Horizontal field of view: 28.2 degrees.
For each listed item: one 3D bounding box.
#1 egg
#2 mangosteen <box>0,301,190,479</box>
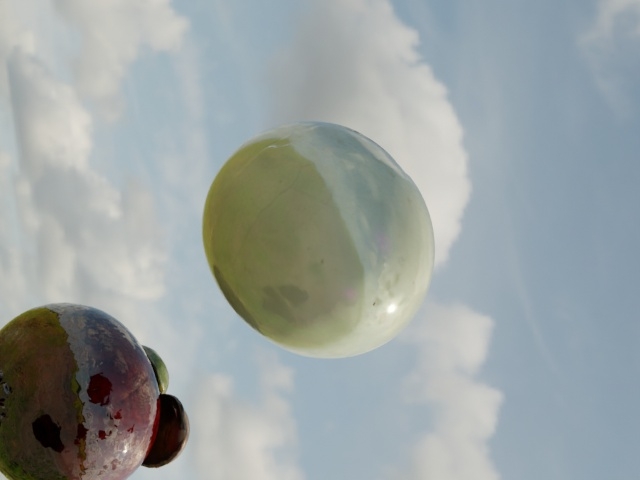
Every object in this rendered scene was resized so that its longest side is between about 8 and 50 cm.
[{"bbox_3d":[0.000,0.000,0.853,0.209,0.151,0.151,-137,-137,-63],"label":"egg"},{"bbox_3d":[-0.208,0.144,1.133,0.200,0.199,0.200,173,-90,-72],"label":"mangosteen"}]
